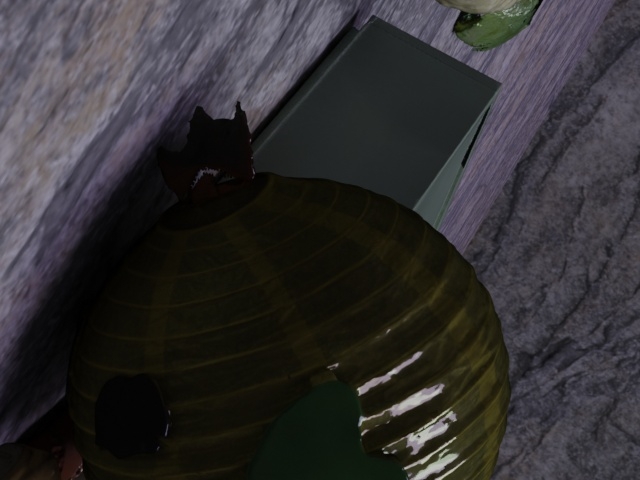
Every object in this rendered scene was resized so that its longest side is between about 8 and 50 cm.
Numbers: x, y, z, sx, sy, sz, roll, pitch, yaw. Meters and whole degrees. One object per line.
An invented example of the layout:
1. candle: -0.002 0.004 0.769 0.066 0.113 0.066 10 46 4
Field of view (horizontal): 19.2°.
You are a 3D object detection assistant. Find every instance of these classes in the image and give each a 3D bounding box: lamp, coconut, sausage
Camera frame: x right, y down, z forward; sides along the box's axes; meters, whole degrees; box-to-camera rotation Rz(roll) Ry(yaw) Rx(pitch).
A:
1. lamp: -0.023 0.061 1.041 0.250 0.250 0.284 -47 124 -55
2. coconut: 0.179 -0.231 1.766 0.133 0.055 0.158 -56 170 -28
3. sausage: -0.151 0.125 1.136 0.158 0.036 0.042 -43 149 -59

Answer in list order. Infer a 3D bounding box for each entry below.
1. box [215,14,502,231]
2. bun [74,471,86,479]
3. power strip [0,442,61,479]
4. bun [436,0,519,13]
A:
1. box: 0.000 0.000 1.316 0.225 0.117 0.225 -53 169 -41
2. bun: -0.111 0.215 1.260 0.173 0.166 0.113 -46 174 41
3. power strip: -0.162 0.237 1.076 0.064 0.044 0.305 -54 149 -51
4. bun: 0.099 -0.233 1.016 0.220 0.134 0.220 -59 177 -6
